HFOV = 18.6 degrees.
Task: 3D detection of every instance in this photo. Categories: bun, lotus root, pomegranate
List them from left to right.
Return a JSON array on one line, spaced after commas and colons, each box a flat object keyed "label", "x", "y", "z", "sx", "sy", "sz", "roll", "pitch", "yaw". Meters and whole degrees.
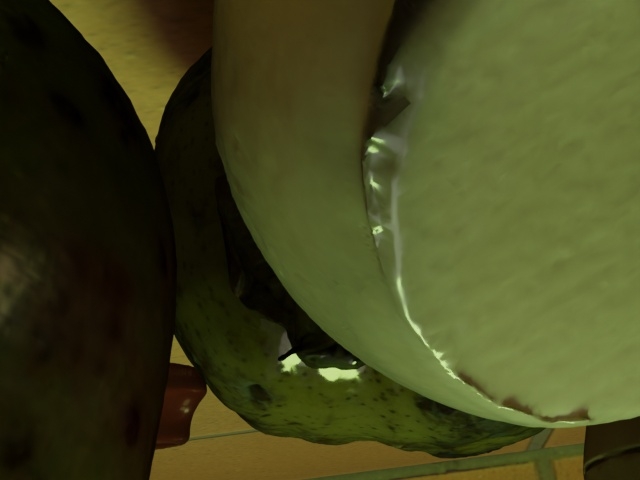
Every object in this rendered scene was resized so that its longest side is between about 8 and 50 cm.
[{"label": "pomegranate", "x": -0.181, "y": 0.026, "z": 0.424, "sx": 0.306, "sy": 0.242, "sz": 0.242, "roll": 10, "pitch": 160, "yaw": -40}, {"label": "lotus root", "x": 0.021, "y": -0.006, "z": 0.582, "sx": 0.154, "sy": 0.154, "sz": 0.278, "roll": -8, "pitch": 174, "yaw": 7}, {"label": "bun", "x": 0.051, "y": -0.053, "z": 0.406, "sx": 0.173, "sy": 0.173, "sz": 0.120, "roll": 0, "pitch": -149, "yaw": -32}]

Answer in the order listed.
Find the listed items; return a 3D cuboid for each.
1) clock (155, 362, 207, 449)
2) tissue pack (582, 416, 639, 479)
[{"label": "clock", "x": -0.222, "y": 0.091, "z": 1.101, "sx": 0.318, "sy": 0.080, "sz": 0.318, "roll": -6, "pitch": 173, "yaw": -1}, {"label": "tissue pack", "x": 0.348, "y": 0.123, "z": 1.135, "sx": 0.387, "sy": 0.277, "sz": 0.267, "roll": -11, "pitch": 164, "yaw": 12}]
